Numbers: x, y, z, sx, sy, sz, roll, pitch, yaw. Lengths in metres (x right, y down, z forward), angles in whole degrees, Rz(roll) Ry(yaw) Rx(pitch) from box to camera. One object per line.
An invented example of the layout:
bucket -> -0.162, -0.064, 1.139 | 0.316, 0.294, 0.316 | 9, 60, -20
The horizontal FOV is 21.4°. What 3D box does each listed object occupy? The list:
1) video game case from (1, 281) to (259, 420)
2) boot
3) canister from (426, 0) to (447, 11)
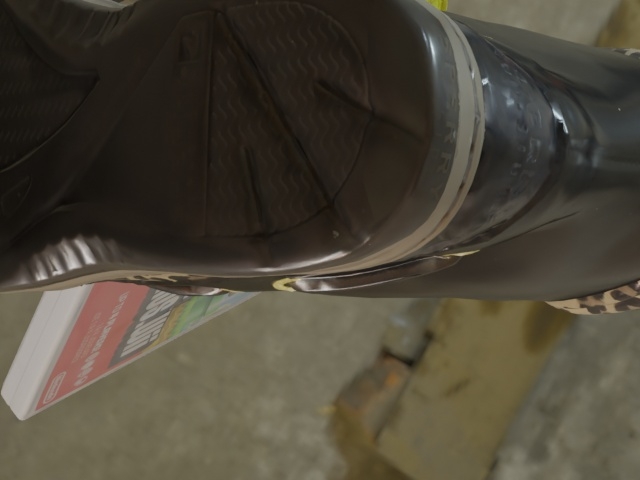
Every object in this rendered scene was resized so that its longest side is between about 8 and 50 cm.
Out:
video game case -> -0.041, -0.009, 0.971 | 0.285, 0.025, 0.204 | -28, 163, -34
boot -> -0.003, -0.039, 0.740 | 0.284, 0.377, 0.138 | 5, 87, -43
canister -> -0.037, -0.107, 0.833 | 0.073, 0.170, 0.126 | 87, 24, -44
